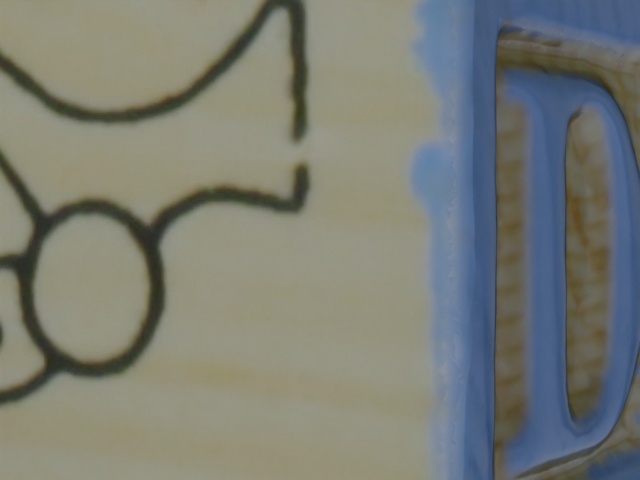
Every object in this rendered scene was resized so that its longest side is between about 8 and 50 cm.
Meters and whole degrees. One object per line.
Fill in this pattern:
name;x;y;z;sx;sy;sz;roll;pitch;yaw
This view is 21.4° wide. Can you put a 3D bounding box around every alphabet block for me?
alphabet block;0.000;0.000;0.574;0.197;0.192;0.193;2;180;30
